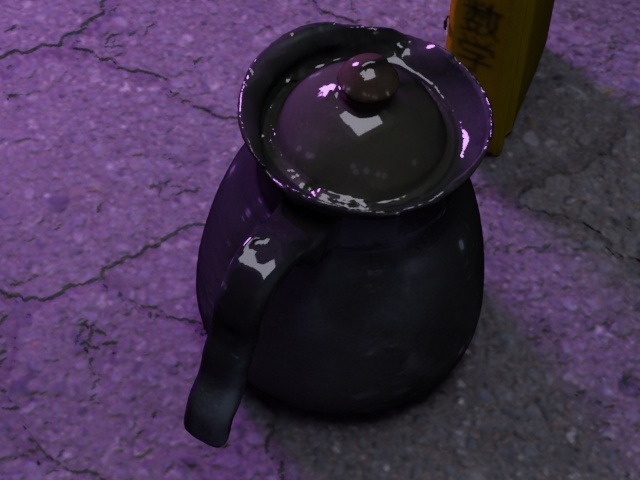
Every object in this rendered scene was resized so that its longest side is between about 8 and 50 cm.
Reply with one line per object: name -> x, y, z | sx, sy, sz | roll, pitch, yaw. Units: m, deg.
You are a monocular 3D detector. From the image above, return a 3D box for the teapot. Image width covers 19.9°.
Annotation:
teapot -> -0.009, -0.018, 1.319 | 0.305, 0.285, 0.223 | -25, 58, -24

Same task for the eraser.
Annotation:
eraser -> 0.152, -0.196, 1.517 | 0.069, 0.226, 0.158 | 19, 55, 12
